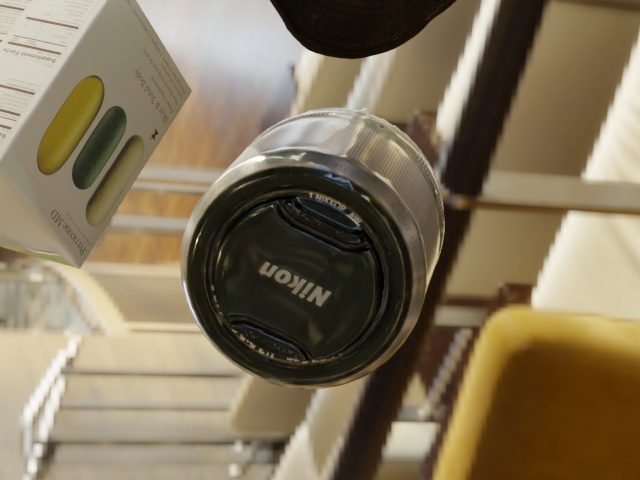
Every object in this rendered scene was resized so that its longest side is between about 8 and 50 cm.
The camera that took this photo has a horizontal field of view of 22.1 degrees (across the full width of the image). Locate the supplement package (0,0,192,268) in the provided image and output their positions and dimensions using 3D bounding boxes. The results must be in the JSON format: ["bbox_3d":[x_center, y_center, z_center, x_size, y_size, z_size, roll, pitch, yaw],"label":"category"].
[{"bbox_3d":[-0.318,-0.145,1.847,0.198,0.199,0.262,14,62,32],"label":"supplement package"}]

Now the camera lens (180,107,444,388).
[{"bbox_3d":[0.000,0.000,1.532,0.274,0.219,0.219,-59,-19,-72],"label":"camera lens"}]

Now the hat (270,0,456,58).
[{"bbox_3d":[0.085,-0.291,1.390,0.134,0.331,0.331,26,113,39],"label":"hat"}]
